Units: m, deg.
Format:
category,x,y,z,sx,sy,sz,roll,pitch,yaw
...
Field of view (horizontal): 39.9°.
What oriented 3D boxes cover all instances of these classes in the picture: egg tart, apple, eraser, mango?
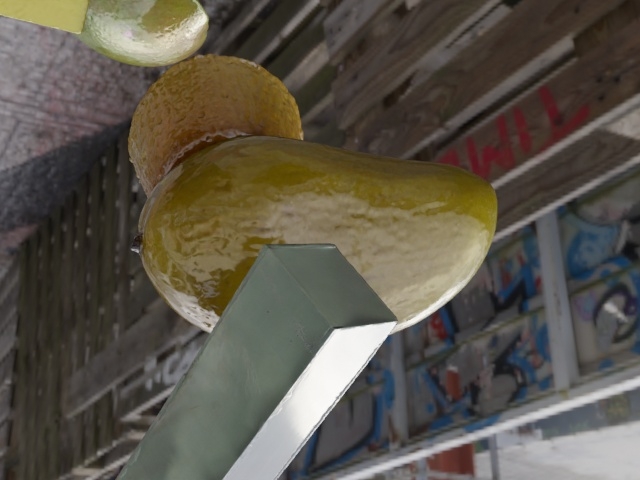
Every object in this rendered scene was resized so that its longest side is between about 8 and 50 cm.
category,x,y,z,sx,sy,sz,roll,pitch,yaw
egg tart,-0.103,-0.082,0.951,0.203,0.147,0.202,-7,124,-11
apple,-0.260,-0.303,1.036,0.265,0.120,0.193,36,169,0
eraser,-0.282,-0.262,0.848,0.122,0.045,0.097,9,126,-23
mango,-0.004,0.008,0.814,0.332,0.195,0.142,8,179,-8

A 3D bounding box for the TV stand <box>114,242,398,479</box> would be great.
category,x,y,z,sx,sy,sz,roll,pitch,yaw
TV stand,-0.058,0.129,0.686,0.083,0.088,0.269,0,132,-50
